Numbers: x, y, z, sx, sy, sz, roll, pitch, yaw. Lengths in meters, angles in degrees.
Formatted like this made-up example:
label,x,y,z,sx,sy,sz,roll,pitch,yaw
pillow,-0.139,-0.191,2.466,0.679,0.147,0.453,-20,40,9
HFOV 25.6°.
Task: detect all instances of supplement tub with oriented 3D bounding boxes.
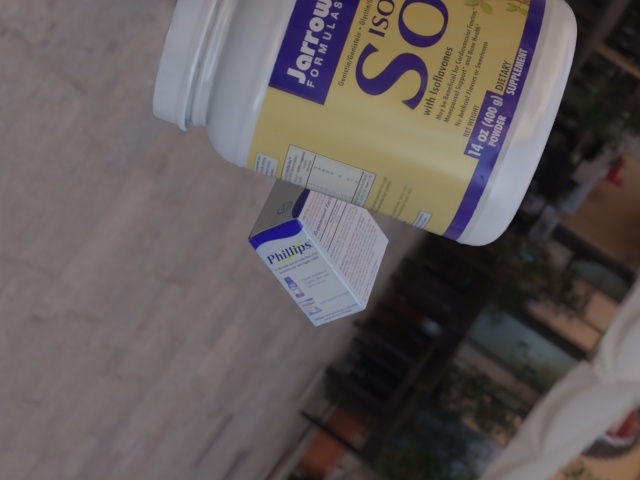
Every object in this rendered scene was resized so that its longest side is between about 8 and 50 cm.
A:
label,x,y,z,sx,sy,sz,roll,pitch,yaw
supplement tub,0.039,-0.154,1.272,0.241,0.331,0.241,-161,-90,-89

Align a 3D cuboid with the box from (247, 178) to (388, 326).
label,x,y,z,sx,sy,sz,roll,pitch,yaw
box,0.000,0.000,1.560,0.072,0.137,0.126,-22,-153,30
